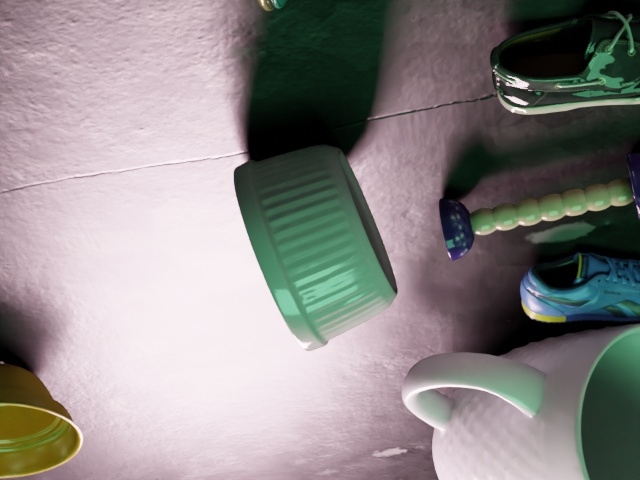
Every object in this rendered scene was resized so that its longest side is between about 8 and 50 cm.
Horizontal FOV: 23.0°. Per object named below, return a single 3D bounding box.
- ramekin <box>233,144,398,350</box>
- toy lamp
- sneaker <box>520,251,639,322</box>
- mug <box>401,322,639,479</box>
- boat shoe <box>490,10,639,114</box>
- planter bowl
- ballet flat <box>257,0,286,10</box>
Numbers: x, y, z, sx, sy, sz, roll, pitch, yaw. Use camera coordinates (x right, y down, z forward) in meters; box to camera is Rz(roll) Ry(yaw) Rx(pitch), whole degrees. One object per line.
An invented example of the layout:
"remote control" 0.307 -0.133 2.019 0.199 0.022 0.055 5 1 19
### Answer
"ramekin" 0.000 0.000 1.611 0.109 0.207 0.207 -21 146 6
"toy lamp" 0.268 -0.042 1.706 0.275 0.080 0.080 -11 148 10
"sneaker" 0.343 0.050 1.872 0.209 0.069 0.082 -4 144 -4
"mug" 0.272 0.236 1.967 0.374 0.276 0.328 30 155 -28
"boat shoe" 0.276 -0.177 1.482 0.233 0.084 0.079 -10 148 12
"planter bowl" -0.408 0.215 1.977 0.217 0.090 0.217 -4 148 -3
"ballet flat" -0.053 -0.284 1.282 0.073 0.080 0.232 20 146 10
